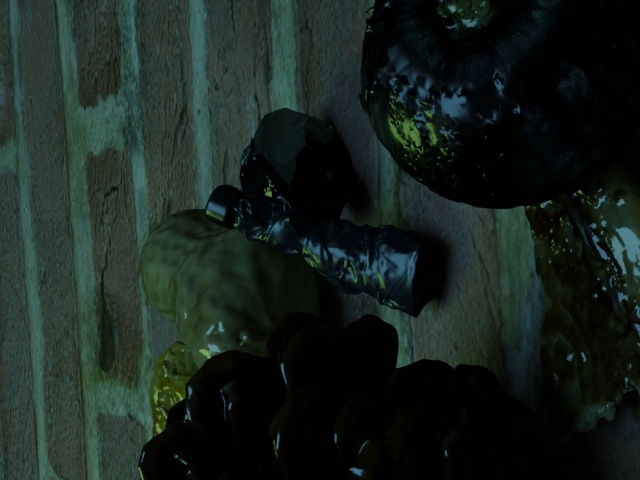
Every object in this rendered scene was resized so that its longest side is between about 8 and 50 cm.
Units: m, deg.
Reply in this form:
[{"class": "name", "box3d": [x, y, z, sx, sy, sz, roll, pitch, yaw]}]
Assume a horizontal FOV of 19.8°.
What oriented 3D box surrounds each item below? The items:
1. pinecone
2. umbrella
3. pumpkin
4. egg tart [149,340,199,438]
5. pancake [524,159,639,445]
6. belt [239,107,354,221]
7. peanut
[{"class": "pinecone", "box3d": [0.028, 0.269, 1.442, 0.398, 0.398, 0.397, 13, 105, 60]}, {"class": "umbrella", "box3d": [0.000, 0.001, 1.673, 0.224, 0.071, 0.080, 19, 113, 17]}, {"class": "pumpkin", "box3d": [0.137, -0.136, 1.349, 0.233, 0.163, 0.233, -15, 59, 26]}, {"class": "egg tart", "box3d": [-0.106, 0.217, 1.949, 0.241, 0.106, 0.241, 28, 123, 56]}, {"class": "pancake", "box3d": [0.210, 0.045, 1.424, 0.266, 0.057, 0.244, -120, 29, -46]}, {"class": "belt", "box3d": [-0.024, -0.064, 1.760, 0.058, 0.105, 0.140, 118, 153, -42]}, {"class": "peanut", "box3d": [-0.085, 0.048, 1.862, 0.143, 0.159, 0.291, 48, 178, -30]}]
